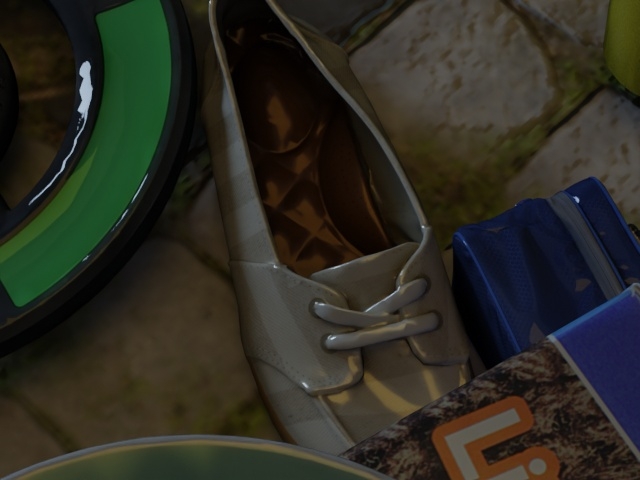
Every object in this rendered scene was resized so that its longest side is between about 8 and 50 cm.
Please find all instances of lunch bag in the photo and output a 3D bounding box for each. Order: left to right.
[{"bbox_3d":[0.090,0.027,0.663,0.065,0.067,0.098,-20,62,-8],"label":"lunch bag"}]

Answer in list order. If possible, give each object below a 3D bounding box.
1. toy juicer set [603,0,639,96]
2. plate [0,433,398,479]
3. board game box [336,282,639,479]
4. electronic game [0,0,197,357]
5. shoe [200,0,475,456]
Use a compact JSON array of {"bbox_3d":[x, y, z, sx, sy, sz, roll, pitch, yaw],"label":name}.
[{"bbox_3d":[0.279,-0.133,0.733,0.329,0.089,0.209,2,49,13],"label":"toy juicer set"},{"bbox_3d":[-0.028,0.129,0.379,0.188,0.024,0.188,-1,62,2],"label":"plate"},{"bbox_3d":[-0.006,0.180,0.496,0.291,0.232,0.141,-28,64,-12],"label":"board game box"},{"bbox_3d":[-0.160,-0.051,0.722,0.229,0.048,0.229,-3,63,6],"label":"electronic game"},{"bbox_3d":[0.000,0.000,0.687,0.076,0.058,0.219,-18,63,-6],"label":"shoe"}]
